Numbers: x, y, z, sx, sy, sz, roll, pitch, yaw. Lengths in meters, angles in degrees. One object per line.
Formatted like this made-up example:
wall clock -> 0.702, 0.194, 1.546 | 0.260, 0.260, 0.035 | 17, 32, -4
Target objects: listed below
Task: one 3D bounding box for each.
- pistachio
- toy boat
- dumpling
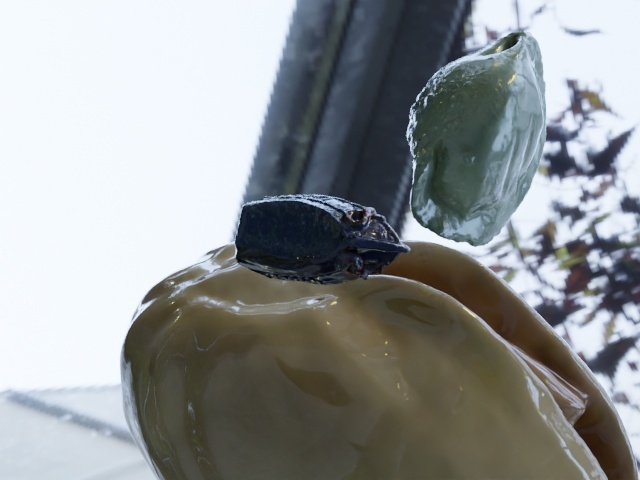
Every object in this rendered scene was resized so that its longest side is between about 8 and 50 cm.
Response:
pistachio -> 0.040, 0.118, 0.770 | 0.318, 0.193, 0.214 | 40, -61, -7
toy boat -> 0.000, 0.000, 0.574 | 0.083, 0.038, 0.038 | 6, -76, 42
dumpling -> 0.136, -0.094, 1.320 | 0.108, 0.219, 0.152 | 30, -27, 24
